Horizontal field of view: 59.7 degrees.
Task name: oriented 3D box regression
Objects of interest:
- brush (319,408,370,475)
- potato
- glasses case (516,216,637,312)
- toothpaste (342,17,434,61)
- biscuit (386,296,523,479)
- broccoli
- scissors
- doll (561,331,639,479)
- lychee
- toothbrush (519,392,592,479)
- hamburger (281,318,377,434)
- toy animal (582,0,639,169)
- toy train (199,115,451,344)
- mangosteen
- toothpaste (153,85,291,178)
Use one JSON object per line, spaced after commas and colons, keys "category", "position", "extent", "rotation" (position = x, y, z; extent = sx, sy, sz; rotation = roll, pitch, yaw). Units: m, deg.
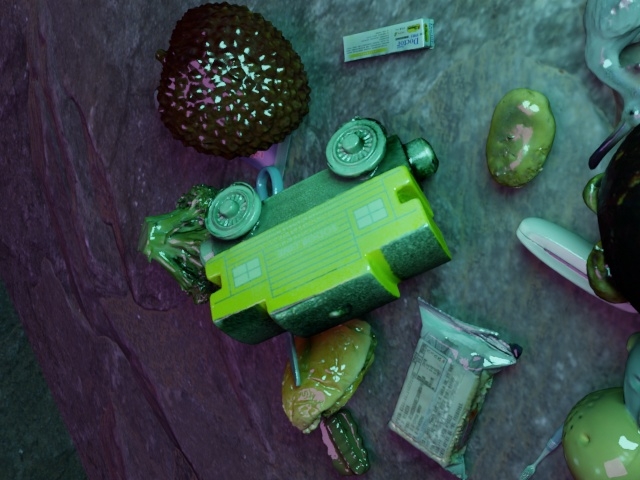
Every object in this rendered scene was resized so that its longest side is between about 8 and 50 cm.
{"category": "brush", "position": [0.014, 0.356, 1.197], "extent": [0.084, 0.071, 0.301], "rotation": [-37, 72, 46]}
{"category": "potato", "position": [0.281, -0.143, 0.788], "extent": [0.091, 0.070, 0.138], "rotation": [29, 119, 39]}
{"category": "glasses case", "position": [0.359, 0.030, 0.767], "extent": [0.193, 0.074, 0.049], "rotation": [38, 122, 28]}
{"category": "toothpaste", "position": [0.107, -0.326, 0.919], "extent": [0.164, 0.034, 0.046], "rotation": [5, 106, 42]}
{"category": "biscuit", "position": [0.216, 0.265, 0.968], "extent": [0.186, 0.079, 0.309], "rotation": [28, 120, 32]}
{"category": "broccoli", "position": [-0.275, 0.008, 1.246], "extent": [0.261, 0.241, 0.269], "rotation": [23, 101, 63]}
{"category": "scissors", "position": [-0.085, 0.066, 1.093], "extent": [0.193, 0.029, 0.448], "rotation": [126, 138, -51]}
{"category": "doll", "position": [0.419, 0.230, 0.703], "extent": [0.161, 0.177, 0.261], "rotation": [36, 122, 24]}
{"category": "lychee", "position": [-0.166, -0.286, 1.026], "extent": [0.304, 0.276, 0.276], "rotation": [22, 120, 8]}
{"category": "toothbrush", "position": [0.370, 0.316, 0.881], "extent": [0.016, 0.019, 0.220], "rotation": [43, 128, 31]}
{"category": "hamburger", "position": [0.007, 0.243, 1.050], "extent": [0.135, 0.208, 0.155], "rotation": [47, 139, -11]}
{"category": "toy animal", "position": [0.356, -0.274, 0.667], "extent": [0.195, 0.090, 0.324], "rotation": [-32, 71, 50]}
{"category": "toy train", "position": [0.000, 0.000, 0.903], "extent": [0.441, 0.179, 0.273], "rotation": [-26, 57, 15]}
{"category": "mangosteen", "position": [0.412, -0.017, 0.576], "extent": [0.288, 0.288, 0.288], "rotation": [14, 112, 39]}
{"category": "toothpaste", "position": [-0.211, -0.256, 1.221], "extent": [0.371, 0.080, 0.125], "rotation": [29, 121, 23]}
